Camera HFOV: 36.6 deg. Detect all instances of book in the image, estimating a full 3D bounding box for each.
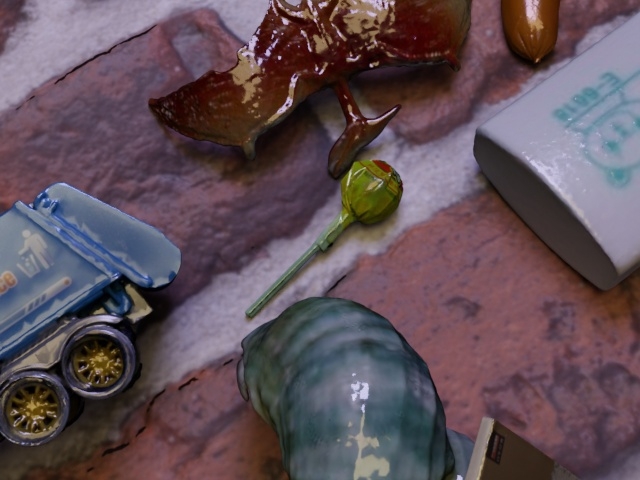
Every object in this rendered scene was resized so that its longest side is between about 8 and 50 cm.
[{"bbox_3d":[0.155,0.230,0.721,0.016,0.199,0.138,1,62,44],"label":"book"}]

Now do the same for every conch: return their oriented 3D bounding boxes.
[{"bbox_3d":[0.040,0.172,0.747,0.277,0.220,0.195,34,97,2],"label":"conch"}]

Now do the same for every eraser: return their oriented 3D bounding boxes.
[{"bbox_3d":[0.310,-0.109,0.894,0.290,0.104,0.189,-36,74,-11],"label":"eraser"}]

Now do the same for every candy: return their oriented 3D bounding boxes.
[{"bbox_3d":[0.000,0.000,0.897,0.194,0.062,0.058,-44,116,-6],"label":"candy"}]

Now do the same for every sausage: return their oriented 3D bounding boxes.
[{"bbox_3d":[0.215,-0.266,0.991,0.062,0.054,0.183,-4,66,32],"label":"sausage"}]

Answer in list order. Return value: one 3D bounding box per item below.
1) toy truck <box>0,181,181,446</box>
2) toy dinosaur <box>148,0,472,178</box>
[{"bbox_3d":[-0.277,0.103,0.788,0.367,0.146,0.175,-36,91,-12],"label":"toy truck"},{"bbox_3d":[0.011,-0.188,0.957,0.206,0.113,0.327,42,85,-9],"label":"toy dinosaur"}]
